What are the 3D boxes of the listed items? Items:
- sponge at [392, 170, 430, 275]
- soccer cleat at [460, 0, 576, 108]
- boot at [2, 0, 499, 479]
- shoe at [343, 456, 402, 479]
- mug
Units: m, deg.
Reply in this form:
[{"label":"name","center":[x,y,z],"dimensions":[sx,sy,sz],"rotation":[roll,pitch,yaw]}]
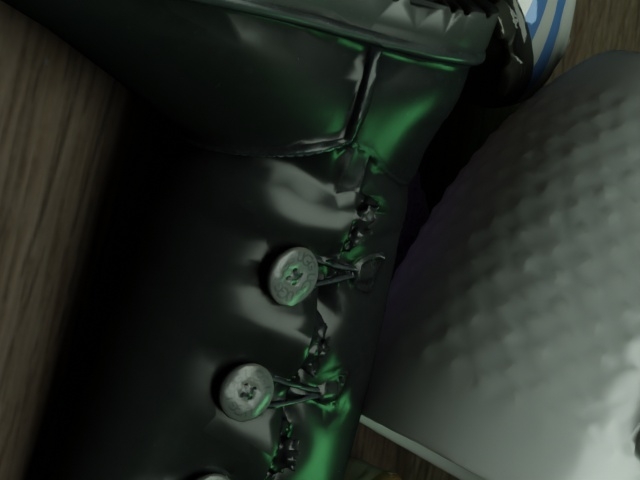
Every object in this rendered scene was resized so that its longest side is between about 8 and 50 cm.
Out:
[{"label":"sponge","center":[0.000,0.000,1.362],"dimensions":[0.210,0.031,0.117],"rotation":[-35,126,-33]},{"label":"soccer cleat","center":[0.132,-0.263,1.369],"dimensions":[0.143,0.116,0.331],"rotation":[-39,133,-47]},{"label":"boot","center":[-0.111,0.017,1.183],"dimensions":[0.367,0.146,0.445],"rotation":[12,109,-26]},{"label":"shoe","center":[-0.007,0.270,1.435],"dimensions":[0.219,0.058,0.076],"rotation":[-63,159,-4]},{"label":"mug","center":[0.227,0.050,1.323],"dimensions":[0.276,0.374,0.328],"rotation":[33,83,-32]}]
